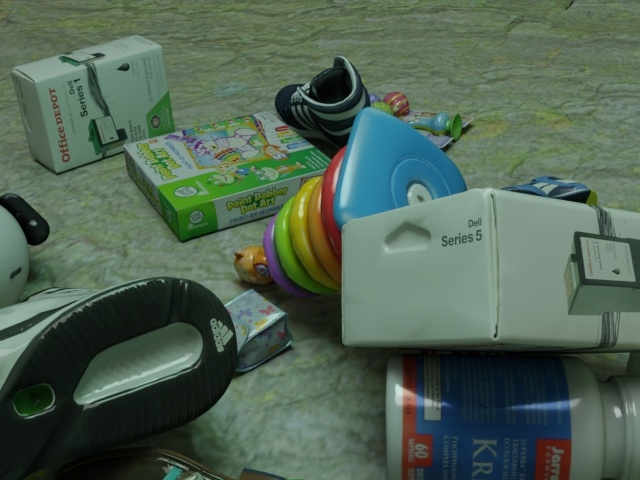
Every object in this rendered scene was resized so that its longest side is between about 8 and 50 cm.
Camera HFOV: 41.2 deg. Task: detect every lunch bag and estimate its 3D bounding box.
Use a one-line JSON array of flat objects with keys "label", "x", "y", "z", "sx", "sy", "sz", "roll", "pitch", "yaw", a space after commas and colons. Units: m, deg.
[{"label": "lunch bag", "x": -0.083, "y": 0.098, "z": 0.913, "sx": 0.083, "sy": 0.053, "sz": 0.071, "roll": -31, "pitch": 39, "yaw": -24}]

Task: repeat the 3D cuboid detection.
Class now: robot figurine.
[{"label": "robot figurine", "x": -0.456, "y": 0.003, "z": 0.996, "sx": 0.278, "sy": 0.173, "sz": 0.209, "roll": 28, "pitch": 78, "yaw": 41}]

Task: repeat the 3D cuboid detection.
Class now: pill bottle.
[{"label": "pill bottle", "x": 0.167, "y": 0.158, "z": 0.720, "sx": 0.222, "sy": 0.124, "sz": 0.124, "roll": -1, "pitch": 31, "yaw": 6}]

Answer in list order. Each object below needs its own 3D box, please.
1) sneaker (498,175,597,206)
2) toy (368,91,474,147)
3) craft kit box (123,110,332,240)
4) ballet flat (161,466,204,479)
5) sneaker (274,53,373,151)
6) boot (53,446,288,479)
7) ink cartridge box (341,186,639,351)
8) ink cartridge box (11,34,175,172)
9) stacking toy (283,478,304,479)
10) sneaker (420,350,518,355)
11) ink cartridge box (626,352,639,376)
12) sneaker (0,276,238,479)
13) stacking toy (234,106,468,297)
[{"label": "sneaker", "x": 0.292, "y": -0.056, "z": 1.136, "sx": 0.144, "sy": 0.053, "sz": 0.059, "roll": 0, "pitch": 31, "yaw": -12}, {"label": "toy", "x": 0.119, "y": -0.210, "z": 1.403, "sx": 0.237, "sy": 0.056, "sz": 0.137, "roll": 15, "pitch": 35, "yaw": 27}, {"label": "craft kit box", "x": -0.136, "y": -0.105, "z": 1.257, "sx": 0.247, "sy": 0.060, "sz": 0.250, "roll": -20, "pitch": 34, "yaw": -21}, {"label": "ballet flat", "x": -0.163, "y": 0.323, "z": 0.491, "sx": 0.147, "sy": 0.146, "sz": 0.409, "roll": 14, "pitch": 40, "yaw": 26}, {"label": "sneaker", "x": -0.004, "y": -0.224, "z": 1.325, "sx": 0.099, "sy": 0.153, "sz": 0.282, "roll": -44, "pitch": 44, "yaw": -9}, {"label": "boot", "x": -0.122, "y": 0.229, "z": 0.670, "sx": 0.219, "sy": 0.082, "sz": 0.106, "roll": 4, "pitch": 29, "yaw": 8}, {"label": "ink cartridge box", "x": 0.180, "y": 0.039, "z": 0.735, "sx": 0.273, "sy": 0.114, "sz": 0.198, "roll": 6, "pitch": -11, "yaw": -31}, {"label": "ink cartridge box", "x": -0.359, "y": -0.221, "z": 1.366, "sx": 0.219, "sy": 0.160, "sz": 0.093, "roll": -26, "pitch": 38, "yaw": -31}, {"label": "stacking toy", "x": -0.057, "y": 0.252, "z": 0.494, "sx": 0.167, "sy": 0.052, "sz": 0.221, "roll": 13, "pitch": 53, "yaw": -41}, {"label": "sneaker", "x": 0.172, "y": 0.059, "z": 0.946, "sx": 0.128, "sy": 0.087, "sz": 0.221, "roll": 5, "pitch": 43, "yaw": -2}, {"label": "ink cartridge box", "x": 0.395, "y": 0.042, "z": 0.791, "sx": 0.159, "sy": 0.217, "sz": 0.092, "roll": 20, "pitch": 26, "yaw": 33}, {"label": "sneaker", "x": -0.316, "y": 0.141, "z": 0.739, "sx": 0.448, "sy": 0.169, "sz": 0.257, "roll": -12, "pitch": 0, "yaw": -26}, {"label": "stacking toy", "x": 0.000, "y": 0.000, "z": 0.937, "sx": 0.302, "sy": 0.175, "sz": 0.165, "roll": -21, "pitch": 45, "yaw": 44}]
